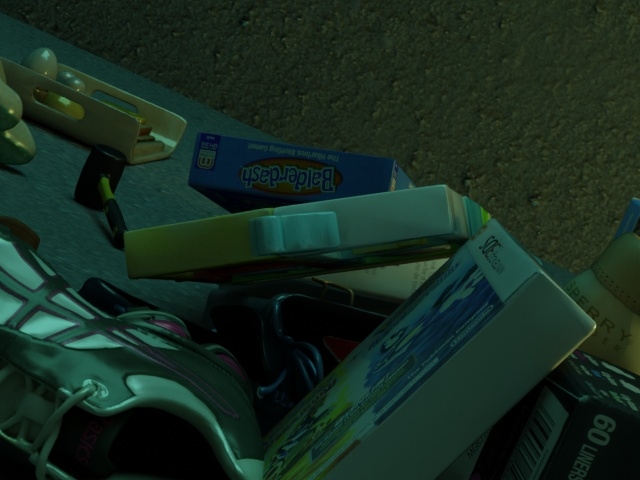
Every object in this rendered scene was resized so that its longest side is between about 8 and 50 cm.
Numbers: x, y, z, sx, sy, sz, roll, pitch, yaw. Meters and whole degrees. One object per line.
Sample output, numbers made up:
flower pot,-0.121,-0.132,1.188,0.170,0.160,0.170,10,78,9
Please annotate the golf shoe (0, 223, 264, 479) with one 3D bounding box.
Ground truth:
golf shoe,-0.146,0.062,0.780,0.273,0.105,0.120,20,11,-22

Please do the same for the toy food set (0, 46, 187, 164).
toy food set,-0.307,-0.191,2.084,0.219,0.092,0.306,24,8,4

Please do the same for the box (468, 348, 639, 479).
box,0.204,0.181,0.768,0.270,0.165,0.143,23,7,-4

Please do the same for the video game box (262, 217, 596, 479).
video game box,0.044,0.082,0.828,0.048,0.205,0.187,46,5,-4

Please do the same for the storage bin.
storage bin,-0.023,0.072,1.155,0.091,0.098,0.135,16,0,44

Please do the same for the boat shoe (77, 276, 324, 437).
boat shoe,-0.050,0.084,0.962,0.109,0.089,0.258,30,9,41

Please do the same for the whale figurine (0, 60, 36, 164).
whale figurine,-0.379,-0.139,1.495,0.216,0.141,0.272,27,-16,26

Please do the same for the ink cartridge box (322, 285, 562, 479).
ink cartridge box,0.197,0.123,1.103,0.309,0.130,0.272,16,23,-44

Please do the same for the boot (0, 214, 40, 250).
boot,-0.277,-0.015,1.159,0.087,0.042,0.118,25,7,30

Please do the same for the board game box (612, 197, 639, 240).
board game box,0.359,0.120,1.411,0.141,0.232,0.291,20,7,-23

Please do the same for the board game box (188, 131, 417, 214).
board game box,0.000,-0.034,1.277,0.160,0.047,0.210,9,-7,15

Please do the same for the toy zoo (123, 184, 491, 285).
toy zoo,0.000,0.000,0.977,0.192,0.030,0.293,-8,-4,12

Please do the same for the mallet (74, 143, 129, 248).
mallet,-0.208,-0.029,1.514,0.039,0.062,0.190,19,23,-22

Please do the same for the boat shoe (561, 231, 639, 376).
boat shoe,0.250,0.061,0.955,0.121,0.110,0.341,44,21,30

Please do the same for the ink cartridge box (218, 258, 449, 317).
ink cartridge box,0.058,0.039,1.324,0.239,0.060,0.275,12,-8,-15
